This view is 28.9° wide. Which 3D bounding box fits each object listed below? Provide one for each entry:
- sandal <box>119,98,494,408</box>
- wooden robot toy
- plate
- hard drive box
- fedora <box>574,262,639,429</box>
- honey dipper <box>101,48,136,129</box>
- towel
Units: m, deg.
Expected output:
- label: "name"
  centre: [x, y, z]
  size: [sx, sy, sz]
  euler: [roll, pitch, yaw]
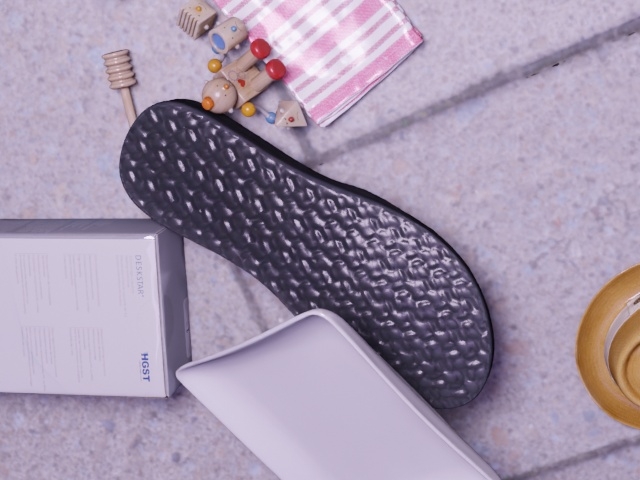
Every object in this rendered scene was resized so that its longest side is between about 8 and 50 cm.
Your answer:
- label: "sandal"
  centre: [0.000, -0.003, 1.274]
  size: [0.445, 0.107, 0.168]
  euler: [37, 109, 10]
- label: "wooden robot toy"
  centre: [-0.091, -0.165, 1.249]
  size: [0.173, 0.079, 0.076]
  euler: [52, 146, -3]
- label: "plate"
  centre: [0.020, 0.184, 1.257]
  size: [0.278, 0.045, 0.277]
  euler: [45, 143, -14]
- label: "hard drive box"
  centre: [-0.266, 0.071, 1.345]
  size: [0.232, 0.089, 0.181]
  euler: [1, 103, 12]
- label: "fedora"
  centre: [0.349, 0.112, 1.231]
  size: [0.194, 0.079, 0.194]
  euler: [2, 102, 11]
- label: "honey dipper"
  centre: [-0.199, -0.122, 1.323]
  size: [0.030, 0.030, 0.161]
  euler: [-9, 105, 14]
- label: "towel"
  centre: [-0.010, -0.231, 1.256]
  size: [0.144, 0.029, 0.197]
  euler: [-40, 92, 16]
